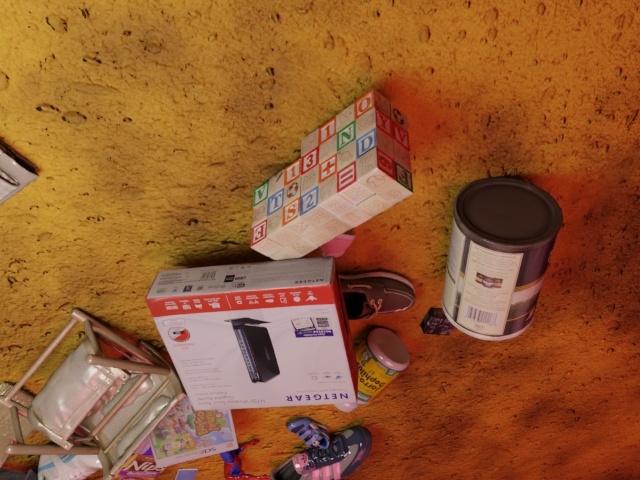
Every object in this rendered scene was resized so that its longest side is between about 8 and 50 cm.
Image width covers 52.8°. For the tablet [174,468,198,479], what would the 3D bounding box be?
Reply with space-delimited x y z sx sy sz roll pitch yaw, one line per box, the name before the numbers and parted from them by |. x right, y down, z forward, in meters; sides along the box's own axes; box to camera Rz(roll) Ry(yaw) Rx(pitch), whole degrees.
tablet | -0.373 0.654 1.780 0.054 0.006 0.083 7 128 -22

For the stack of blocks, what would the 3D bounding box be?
stack of blocks | 0.011 -0.099 1.094 0.087 0.171 0.297 29 136 -35

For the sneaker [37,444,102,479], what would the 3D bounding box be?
sneaker | -0.560 0.521 1.483 0.228 0.092 0.087 -13 151 32

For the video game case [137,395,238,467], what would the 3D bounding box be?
video game case | -0.297 0.416 1.464 0.193 0.023 0.213 -11 120 -10

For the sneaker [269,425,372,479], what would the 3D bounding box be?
sneaker | -0.002 0.612 1.784 0.319 0.112 0.131 -41 133 19

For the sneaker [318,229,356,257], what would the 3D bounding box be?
sneaker | 0.000 0.000 1.266 0.134 0.051 0.070 11 122 -31

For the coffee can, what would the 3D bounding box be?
coffee can | 0.358 0.040 1.312 0.201 0.202 0.275 -10 134 -8

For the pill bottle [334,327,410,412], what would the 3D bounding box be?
pill bottle | 0.109 0.317 1.544 0.117 0.118 0.208 20 123 -31

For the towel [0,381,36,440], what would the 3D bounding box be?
towel | -0.664 0.373 1.398 0.110 0.027 0.148 -43 133 -6

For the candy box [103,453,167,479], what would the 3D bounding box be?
candy box | -0.458 0.566 1.642 0.109 0.053 0.187 28 117 -35

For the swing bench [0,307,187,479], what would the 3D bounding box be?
swing bench | -0.457 0.318 1.303 0.253 0.165 0.254 -48 133 4

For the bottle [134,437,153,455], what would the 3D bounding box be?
bottle | -0.412 0.448 1.519 0.282 0.092 0.118 22 120 -33

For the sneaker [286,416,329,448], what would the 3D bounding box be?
sneaker | -0.028 0.517 1.725 0.144 0.059 0.053 28 121 -34

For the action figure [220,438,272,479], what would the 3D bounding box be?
action figure | -0.205 0.546 1.672 0.138 0.092 0.280 -6 133 0

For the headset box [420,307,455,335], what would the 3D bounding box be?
headset box | 0.292 0.196 1.550 0.083 0.032 0.062 6 130 -23

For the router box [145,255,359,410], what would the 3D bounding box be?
router box | -0.112 0.182 1.201 0.335 0.082 0.301 -6 125 11

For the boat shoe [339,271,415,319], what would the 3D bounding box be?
boat shoe | 0.074 0.127 1.377 0.304 0.091 0.109 6 129 -22

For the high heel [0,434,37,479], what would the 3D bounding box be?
high heel | -0.779 0.476 1.451 0.186 0.093 0.261 -5 123 15

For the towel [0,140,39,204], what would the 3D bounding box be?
towel | -0.654 -0.102 0.967 0.324 0.056 0.312 -34 132 13
